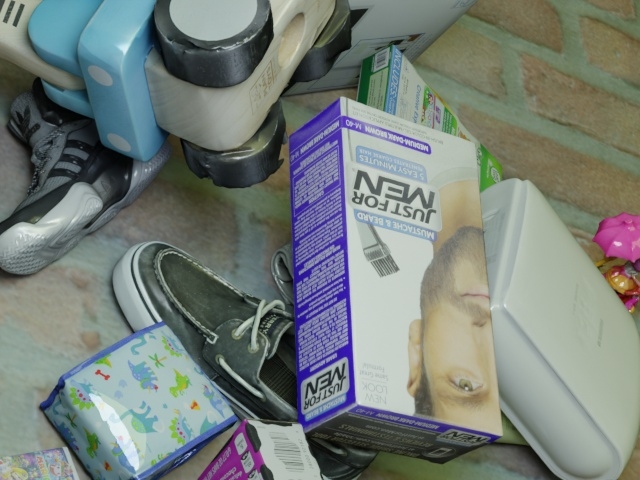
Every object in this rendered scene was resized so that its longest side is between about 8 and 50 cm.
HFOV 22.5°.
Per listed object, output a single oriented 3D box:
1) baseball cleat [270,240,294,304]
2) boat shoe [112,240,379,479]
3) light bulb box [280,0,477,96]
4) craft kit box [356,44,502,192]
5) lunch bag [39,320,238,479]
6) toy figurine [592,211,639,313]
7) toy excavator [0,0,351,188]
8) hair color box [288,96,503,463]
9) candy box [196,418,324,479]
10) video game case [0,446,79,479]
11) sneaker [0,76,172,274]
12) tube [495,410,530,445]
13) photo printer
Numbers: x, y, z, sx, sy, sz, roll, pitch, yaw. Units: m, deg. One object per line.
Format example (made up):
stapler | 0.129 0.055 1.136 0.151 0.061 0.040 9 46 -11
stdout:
baseball cleat | 0.000 0.000 1.811 0.109 0.072 0.206 15 48 -21
boat shoe | -0.062 0.111 1.646 0.335 0.119 0.121 43 44 -4
light bulb box | -0.053 -0.374 1.929 0.361 0.225 0.358 -12 69 -43
craft kit box | 0.126 -0.063 1.905 0.246 0.061 0.250 42 40 -32
lunch bag | -0.170 0.160 1.547 0.151 0.096 0.129 -33 82 -36
toy figurine | 0.371 0.036 2.003 0.173 0.159 0.130 28 47 -20
toy excavator | -0.242 -0.208 1.563 0.445 0.222 0.433 23 63 17
hair color box | 0.073 0.041 1.635 0.185 0.110 0.339 16 60 -32
candy box | -0.045 0.301 1.457 0.071 0.159 0.233 9 41 -38
video game case | -0.272 0.236 1.471 0.122 0.011 0.087 -4 58 -40
sneaker | -0.277 -0.075 1.638 0.153 0.101 0.268 45 40 2
tube | 0.172 0.193 1.817 0.240 0.070 0.062 5 13 -42
photo printer | 0.268 0.115 1.852 0.307 0.107 0.256 51 33 -24
